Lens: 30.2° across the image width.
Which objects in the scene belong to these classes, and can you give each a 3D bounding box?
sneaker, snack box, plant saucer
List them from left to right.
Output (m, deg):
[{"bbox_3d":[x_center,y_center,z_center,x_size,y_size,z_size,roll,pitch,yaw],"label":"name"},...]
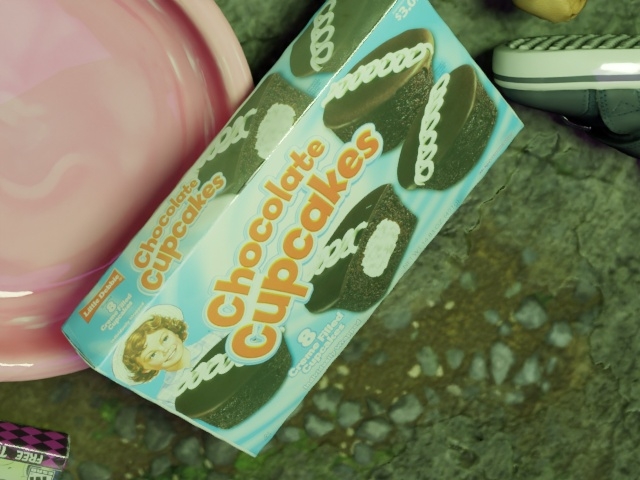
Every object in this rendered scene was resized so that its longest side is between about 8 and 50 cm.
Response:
[{"bbox_3d":[-0.210,-0.067,0.813,0.332,0.084,0.332,-7,112,-16],"label":"plant saucer"},{"bbox_3d":[-0.010,-0.014,0.833,0.322,0.060,0.187,-51,137,-1],"label":"snack box"},{"bbox_3d":[0.283,-0.093,0.892,0.321,0.126,0.127,-2,106,-12],"label":"sneaker"}]

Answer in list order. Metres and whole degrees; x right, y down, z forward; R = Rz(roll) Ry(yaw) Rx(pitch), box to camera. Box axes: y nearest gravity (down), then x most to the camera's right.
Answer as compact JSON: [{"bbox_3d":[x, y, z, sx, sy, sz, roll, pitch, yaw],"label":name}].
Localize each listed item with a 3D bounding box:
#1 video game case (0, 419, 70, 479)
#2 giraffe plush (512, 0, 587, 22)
[{"bbox_3d":[-0.339,0.224,0.937,0.232,0.042,0.210,16,109,-17],"label":"video game case"},{"bbox_3d":[0.225,-0.260,0.816,0.171,0.181,0.210,0,77,-22],"label":"giraffe plush"}]
